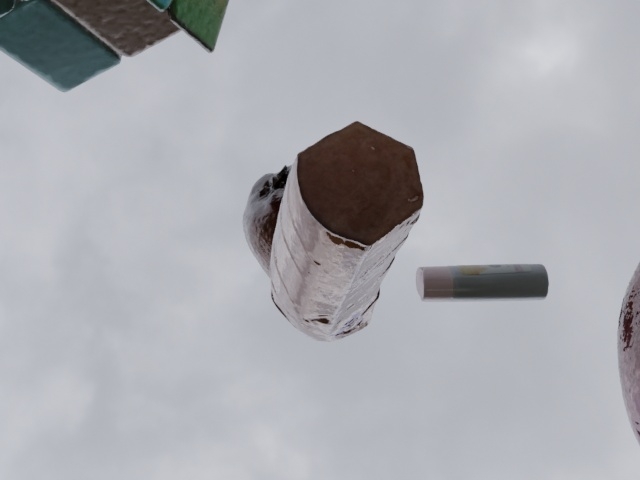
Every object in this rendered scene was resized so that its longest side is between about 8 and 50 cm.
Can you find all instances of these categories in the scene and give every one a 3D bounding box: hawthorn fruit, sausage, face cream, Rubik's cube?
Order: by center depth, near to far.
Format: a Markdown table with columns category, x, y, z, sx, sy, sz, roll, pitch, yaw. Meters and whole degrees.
| category | x | y | z | sx | sy | sz | roll | pitch | yaw |
| --- | --- | --- | --- | --- | --- | --- | --- | --- | --- |
| sausage | 0.008 | 0.006 | 0.518 | 0.065 | 0.065 | 0.169 | -12 | -22 | -13 |
| Rubik's cube | -0.249 | -0.360 | 1.050 | 0.358 | 0.368 | 0.387 | -24 | -60 | 19 |
| hawthorn fruit | 0.000 | 0.000 | 1.174 | 0.169 | 0.169 | 0.188 | -31 | -69 | -2 |
| face cream | 0.251 | 0.065 | 1.576 | 0.199 | 0.084 | 0.057 | 0 | -77 | -5 |

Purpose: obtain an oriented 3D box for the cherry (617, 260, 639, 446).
| category | x | y | z | sx | sy | sz | roll | pitch | yaw |
| --- | --- | --- | --- | --- | --- | --- | --- | --- | --- |
| cherry | 0.315 | 0.087 | 0.750 | 0.192 | 0.249 | 0.175 | -35 | -26 | 27 |
